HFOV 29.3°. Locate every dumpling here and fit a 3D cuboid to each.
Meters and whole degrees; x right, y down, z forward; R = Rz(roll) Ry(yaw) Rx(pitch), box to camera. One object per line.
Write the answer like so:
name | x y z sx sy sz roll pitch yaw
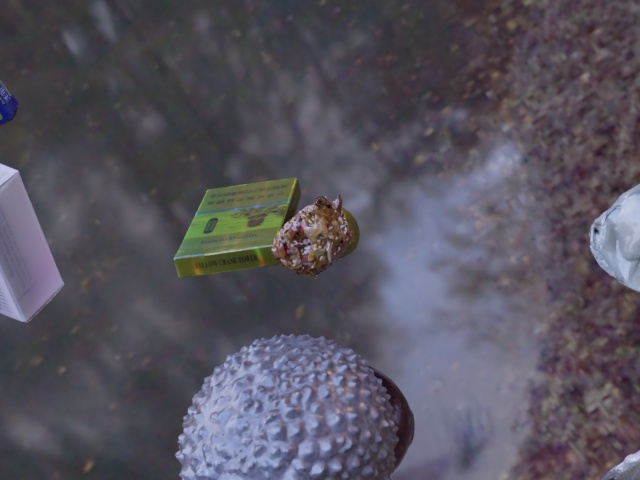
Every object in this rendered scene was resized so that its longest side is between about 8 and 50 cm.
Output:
dumpling | 0.487 -0.008 1.700 0.247 0.172 0.142 -27 -16 -27

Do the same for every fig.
fig | 0.009 -0.016 1.582 0.074 0.074 0.088 -39 37 2

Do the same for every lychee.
lychee | -0.049 0.257 1.553 0.300 0.300 0.300 -29 30 19

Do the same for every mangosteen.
mangosteen | 0.046 0.293 1.922 0.209 0.210 0.210 -29 30 19

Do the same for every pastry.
pastry | -0.002 0.002 1.292 0.087 0.063 0.169 -49 -8 12

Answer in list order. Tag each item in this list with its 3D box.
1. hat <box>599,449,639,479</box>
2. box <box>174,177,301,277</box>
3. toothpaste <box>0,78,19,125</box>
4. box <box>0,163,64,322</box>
hat | 0.327 0.133 0.994 0.226 0.164 0.220 86 -153 -81
box | -0.096 -0.018 1.470 0.121 0.030 0.193 -8 26 12
toothpaste | -0.513 -0.275 1.562 0.076 0.320 0.066 -29 25 11
box | -0.521 -0.016 1.842 0.203 0.252 0.106 20 51 27
